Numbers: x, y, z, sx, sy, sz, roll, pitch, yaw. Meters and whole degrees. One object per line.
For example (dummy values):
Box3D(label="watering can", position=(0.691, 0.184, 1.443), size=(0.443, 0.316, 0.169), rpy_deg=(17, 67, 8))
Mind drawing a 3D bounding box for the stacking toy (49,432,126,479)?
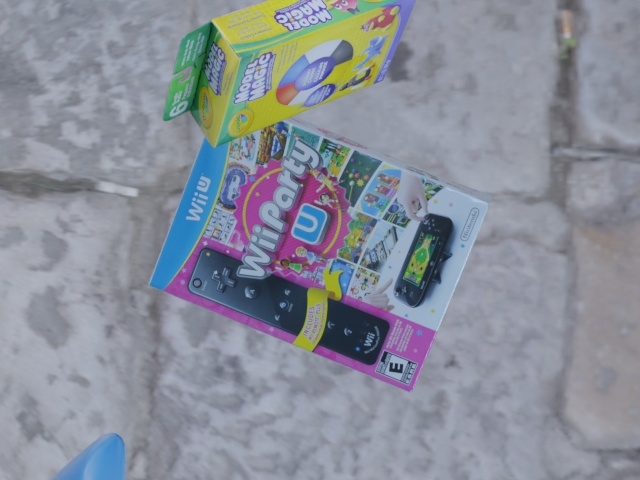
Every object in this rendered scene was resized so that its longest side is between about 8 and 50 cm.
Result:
Box3D(label="stacking toy", position=(-0.099, 0.297, 1.070), size=(0.302, 0.175, 0.166), rpy_deg=(36, 111, -25))

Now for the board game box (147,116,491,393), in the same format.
Box3D(label="board game box", position=(0.000, 0.000, 1.557), size=(0.303, 0.097, 0.224), rpy_deg=(22, 101, 4))

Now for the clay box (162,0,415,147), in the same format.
Box3D(label="clay box", position=(-0.028, -0.160, 1.286), size=(0.222, 0.127, 0.053), rpy_deg=(-26, 67, -28))
